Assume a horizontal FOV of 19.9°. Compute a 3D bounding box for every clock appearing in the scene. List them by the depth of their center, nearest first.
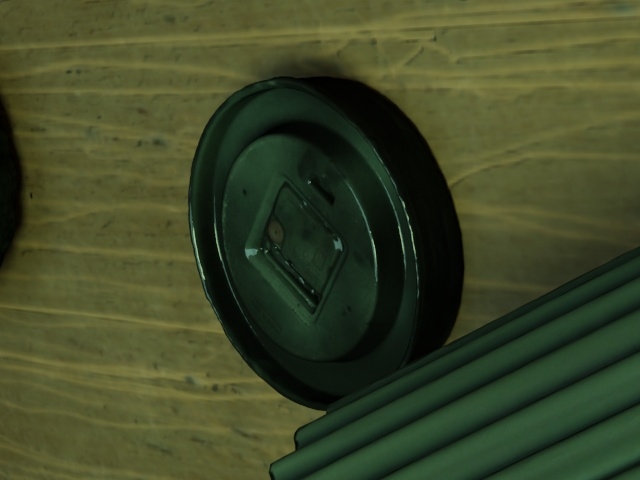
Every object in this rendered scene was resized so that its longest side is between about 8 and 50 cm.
[{"bbox_3d":[0.000,0.000,0.988,0.184,0.040,0.184,20,118,43],"label":"clock"}]

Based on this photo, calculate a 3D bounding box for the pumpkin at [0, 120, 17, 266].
[{"bbox_3d":[-0.298,-0.034,1.224,0.211,0.152,0.212,-2,86,37],"label":"pumpkin"}]

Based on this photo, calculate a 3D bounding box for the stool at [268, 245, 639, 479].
[{"bbox_3d":[0.175,0.128,0.666,0.330,0.297,0.297,-36,76,43],"label":"stool"}]
